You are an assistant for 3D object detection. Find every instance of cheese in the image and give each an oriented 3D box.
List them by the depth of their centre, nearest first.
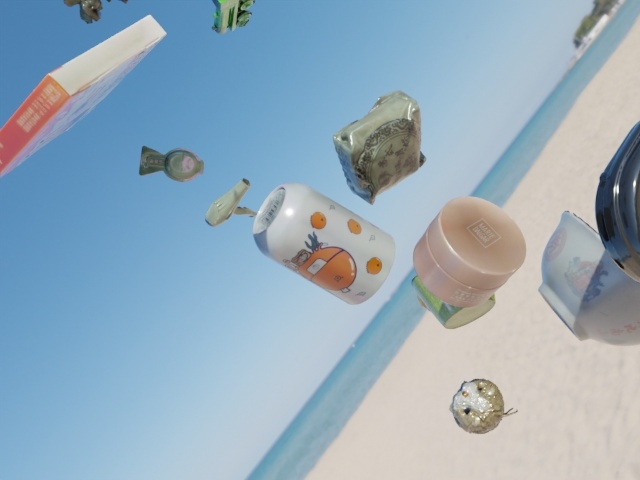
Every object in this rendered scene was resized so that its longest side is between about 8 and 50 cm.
[{"bbox_3d":[-0.285,-0.147,1.188,0.026,0.120,0.067,148,127,-76],"label":"cheese"}]

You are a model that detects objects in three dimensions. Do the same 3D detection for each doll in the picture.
[{"bbox_3d":[0.318,0.343,1.270,0.105,0.115,0.221,-63,-7,-15],"label":"doll"}]

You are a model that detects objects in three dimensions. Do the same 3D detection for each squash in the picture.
[{"bbox_3d":[0.288,0.102,1.287,0.170,0.123,0.170,-18,-29,-10],"label":"squash"}]

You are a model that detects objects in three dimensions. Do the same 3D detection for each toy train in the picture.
[{"bbox_3d":[-0.261,-0.676,1.785,0.119,0.085,0.251,-32,0,-14],"label":"toy train"}]

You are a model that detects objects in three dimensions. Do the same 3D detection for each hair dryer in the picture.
[{"bbox_3d":[-0.207,-0.106,1.699,0.199,0.067,0.167,-8,-31,-45],"label":"hair dryer"}]

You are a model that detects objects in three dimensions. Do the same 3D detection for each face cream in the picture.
[{"bbox_3d":[0.233,0.018,0.978,0.149,0.149,0.104,-45,-11,-38],"label":"face cream"}]

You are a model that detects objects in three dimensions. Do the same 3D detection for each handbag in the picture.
[{"bbox_3d":[0.537,-0.064,0.905,0.308,0.254,0.093,-52,8,-15],"label":"handbag"}]

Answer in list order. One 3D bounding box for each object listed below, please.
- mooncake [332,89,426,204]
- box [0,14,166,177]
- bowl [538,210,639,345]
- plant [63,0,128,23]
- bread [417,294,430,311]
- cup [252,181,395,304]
[{"bbox_3d":[0.175,-0.245,1.672,0.250,0.136,0.254,-37,-39,-13],"label":"mooncake"},{"bbox_3d":[-0.398,-0.227,0.987,0.273,0.048,0.265,-29,21,37],"label":"box"},{"bbox_3d":[0.578,0.116,1.331,0.157,0.345,0.345,-40,-6,10],"label":"bowl"},{"bbox_3d":[-0.528,-0.624,1.482,0.203,0.142,0.131,-49,-35,2],"label":"plant"},{"bbox_3d":[0.326,0.154,1.570,0.177,0.119,0.084,-149,65,-62],"label":"bread"},{"bbox_3d":[0.000,0.000,1.546,0.212,0.317,0.212,-44,28,31],"label":"cup"}]
